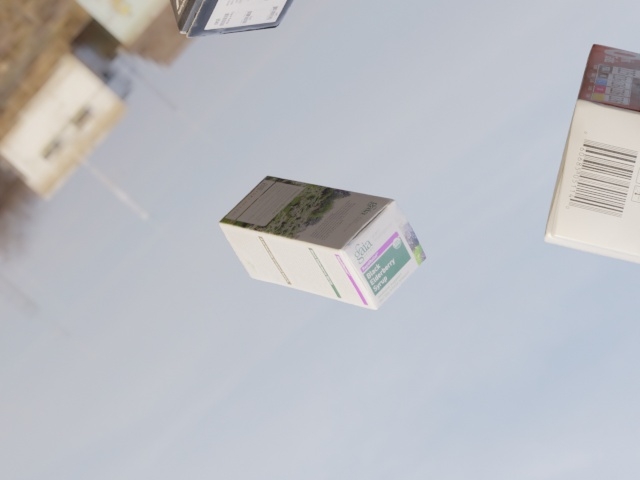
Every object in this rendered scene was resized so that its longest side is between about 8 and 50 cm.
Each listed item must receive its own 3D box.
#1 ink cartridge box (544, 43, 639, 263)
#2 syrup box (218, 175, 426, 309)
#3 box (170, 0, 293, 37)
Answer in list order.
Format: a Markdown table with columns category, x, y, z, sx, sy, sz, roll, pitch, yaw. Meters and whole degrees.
| category | x | y | z | sx | sy | sz | roll | pitch | yaw |
| --- | --- | --- | --- | --- | --- | --- | --- | --- | --- |
| ink cartridge box | 0.353 | -0.065 | 1.614 | 0.309 | 0.272 | 0.130 | -56 | 159 | -72 |
| syrup box | 0.000 | 0.000 | 2.083 | 0.093 | 0.096 | 0.237 | -45 | -146 | -24 |
| box | -0.054 | -0.380 | 1.288 | 0.097 | 0.318 | 0.395 | -10 | 158 | -24 |
